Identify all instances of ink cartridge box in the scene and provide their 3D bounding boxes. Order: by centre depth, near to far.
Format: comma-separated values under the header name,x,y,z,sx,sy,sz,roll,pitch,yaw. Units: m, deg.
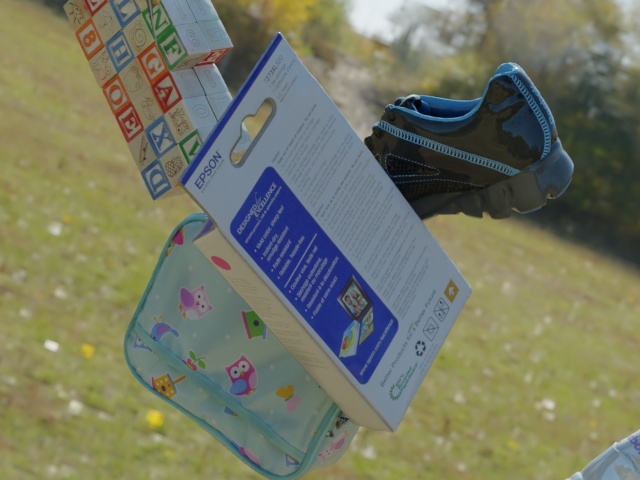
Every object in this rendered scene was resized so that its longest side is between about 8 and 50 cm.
name,x,y,z,sx,sy,sz,roll,pitch,yaw
ink cartridge box,0.000,0.000,1.509,0.069,0.176,0.371,7,-35,42

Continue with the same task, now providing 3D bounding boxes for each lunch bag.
name,x,y,z,sx,sy,sz,roll,pitch,yaw
lunch bag,-0.066,0.116,1.758,0.279,0.224,0.108,35,17,22

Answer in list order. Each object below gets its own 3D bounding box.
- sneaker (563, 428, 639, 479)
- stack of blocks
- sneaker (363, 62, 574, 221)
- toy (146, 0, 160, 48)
name,x,y,z,sx,sy,sz,roll,pitch,yaw
sneaker,0.386,0.309,1.703,0.305,0.152,0.114,41,9,-26
stack of blocks,-0.200,-0.224,2.150,0.087,0.171,0.297,-16,77,-48
sneaker,0.074,-0.076,1.652,0.341,0.140,0.125,-17,19,18
toy,-0.174,-0.320,1.771,0.056,0.137,0.237,-13,33,-4
